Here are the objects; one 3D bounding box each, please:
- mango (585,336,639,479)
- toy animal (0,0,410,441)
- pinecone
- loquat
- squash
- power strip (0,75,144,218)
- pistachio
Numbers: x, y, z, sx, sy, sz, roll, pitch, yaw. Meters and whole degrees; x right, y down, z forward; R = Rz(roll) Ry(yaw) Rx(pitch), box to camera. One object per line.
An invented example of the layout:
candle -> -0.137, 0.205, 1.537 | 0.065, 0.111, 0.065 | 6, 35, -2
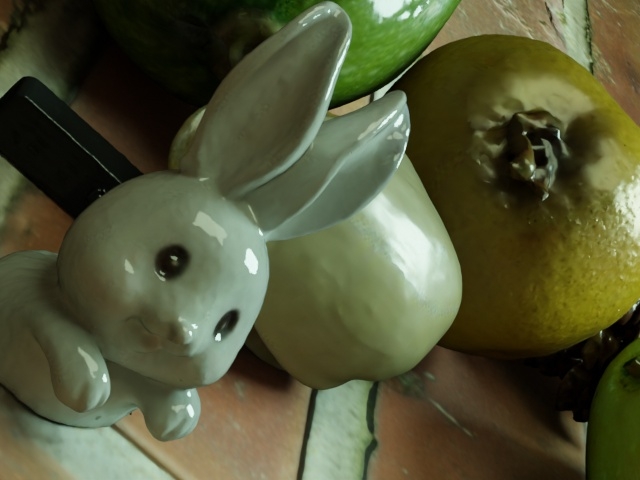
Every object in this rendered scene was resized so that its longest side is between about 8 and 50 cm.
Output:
mango -> 0.308, 0.196, 1.218 | 0.382, 0.201, 0.225 | 45, 6, -40
toy animal -> -0.049, 0.001, 0.852 | 0.104, 0.221, 0.131 | 40, 23, -30
pinecone -> 0.203, 0.050, 1.318 | 0.173, 0.173, 0.173 | 39, 25, -22
loquat -> 0.114, -0.026, 1.183 | 0.208, 0.208, 0.208 | 39, 25, -22
squash -> -0.049, -0.203, 1.162 | 0.310, 0.310, 0.309 | 44, 43, -12
power strip -> -0.129, -0.038, 0.997 | 0.111, 0.038, 0.029 | 42, 25, -15
pistachio -> 0.000, 0.000, 1.032 | 0.215, 0.144, 0.144 | 49, 16, -49
